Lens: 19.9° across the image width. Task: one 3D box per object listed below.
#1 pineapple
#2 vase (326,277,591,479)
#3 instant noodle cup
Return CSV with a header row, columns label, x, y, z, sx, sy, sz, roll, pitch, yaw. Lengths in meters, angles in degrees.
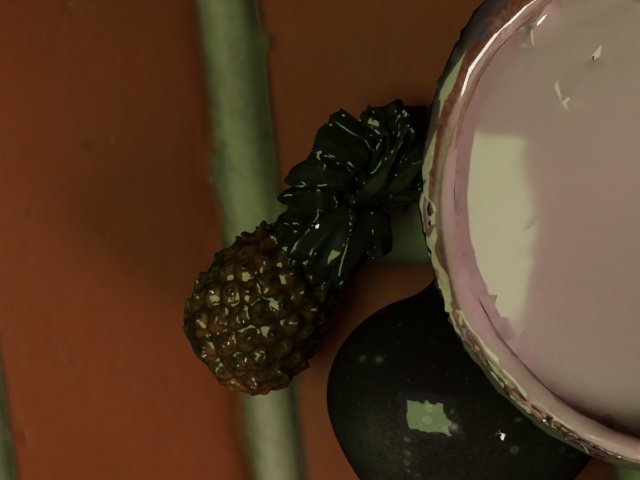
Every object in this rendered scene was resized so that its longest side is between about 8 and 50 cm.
label,x,y,z,sx,sy,sz,roll,pitch,yaw
pineapple,0.000,0.000,0.857,0.074,0.074,0.159,48,118,17
vase,0.070,0.028,0.790,0.120,0.120,0.183,13,93,33
instant noodle cup,0.131,-0.015,0.622,0.217,0.207,0.218,0,89,11
